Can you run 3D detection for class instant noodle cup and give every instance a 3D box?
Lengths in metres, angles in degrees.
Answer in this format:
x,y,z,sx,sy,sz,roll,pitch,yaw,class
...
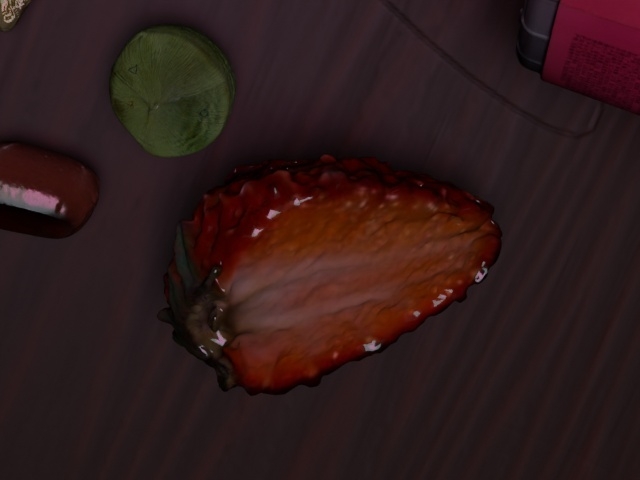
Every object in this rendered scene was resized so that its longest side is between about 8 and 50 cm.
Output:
x,y,z,sx,sy,sz,roll,pitch,yaw,class
0.227,-0.176,1.076,0.181,0.302,0.258,15,146,6,instant noodle cup

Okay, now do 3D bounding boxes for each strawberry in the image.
x,y,z,sx,sy,sz,roll,pitch,yaw,class
0.000,0.000,1.164,0.236,0.111,0.190,-13,135,-23,strawberry

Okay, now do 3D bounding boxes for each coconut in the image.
x,y,z,sx,sy,sz,roll,pitch,yaw,class
-0.098,-0.099,1.134,0.088,0.096,0.088,4,108,12,coconut

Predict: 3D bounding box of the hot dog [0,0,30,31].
x,y,z,sx,sy,sz,roll,pitch,yaw,class
-0.196,-0.182,1.138,0.034,0.030,0.090,36,98,-10,hot dog

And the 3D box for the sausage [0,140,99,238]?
x,y,z,sx,sy,sz,roll,pitch,yaw,class
-0.197,-0.035,1.161,0.094,0.059,0.054,13,59,-7,sausage
